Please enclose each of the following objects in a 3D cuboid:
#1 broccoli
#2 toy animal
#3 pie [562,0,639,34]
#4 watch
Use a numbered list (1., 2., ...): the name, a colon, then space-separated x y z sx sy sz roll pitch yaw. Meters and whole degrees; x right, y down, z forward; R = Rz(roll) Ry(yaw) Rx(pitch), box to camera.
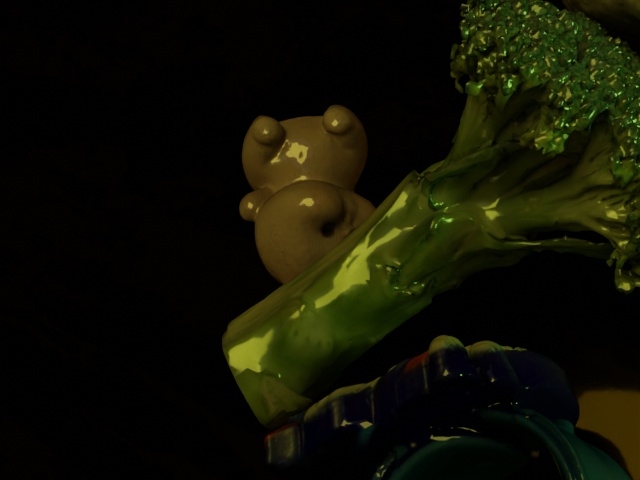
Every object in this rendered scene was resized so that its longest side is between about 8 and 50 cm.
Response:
1. broccoli: 0.085 -0.014 0.911 0.361 0.221 0.252 -41 7 -14
2. toy animal: 0.000 -0.001 1.059 0.124 0.124 0.212 -19 59 18
3. pie: 0.344 -0.210 0.946 0.337 0.075 0.337 -12 29 7
4. watch: 0.100 0.180 0.858 0.196 0.171 0.200 -37 51 32
